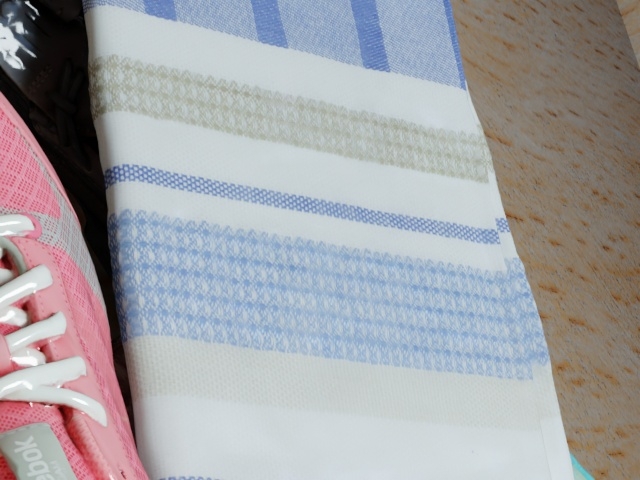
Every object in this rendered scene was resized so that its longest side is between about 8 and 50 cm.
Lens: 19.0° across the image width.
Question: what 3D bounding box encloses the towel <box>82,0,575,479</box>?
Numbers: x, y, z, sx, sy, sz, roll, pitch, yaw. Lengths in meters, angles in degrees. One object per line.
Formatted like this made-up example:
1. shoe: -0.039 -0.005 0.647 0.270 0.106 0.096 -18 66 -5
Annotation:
1. towel: 0.000 0.000 0.778 0.209 0.034 0.285 9 58 -36

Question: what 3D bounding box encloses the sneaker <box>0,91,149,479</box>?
1. sneaker: -0.094 0.062 0.597 0.136 0.116 0.314 -35 -108 66

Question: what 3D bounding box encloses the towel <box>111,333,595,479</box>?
1. towel: 0.049 0.168 0.759 0.370 0.040 0.271 48 44 -5

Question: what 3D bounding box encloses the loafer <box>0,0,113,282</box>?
1. loafer: -0.081 -0.061 0.833 0.109 0.095 0.302 -58 134 -27
